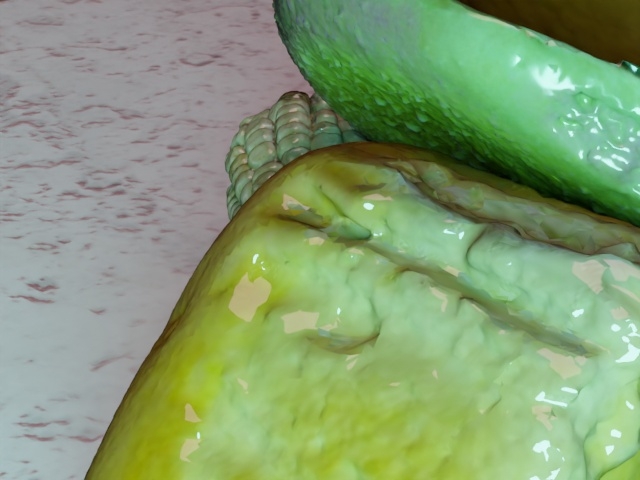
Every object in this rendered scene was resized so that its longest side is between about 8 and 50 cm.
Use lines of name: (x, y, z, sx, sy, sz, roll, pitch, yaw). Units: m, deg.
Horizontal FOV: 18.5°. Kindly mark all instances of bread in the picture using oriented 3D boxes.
bread: (0.040, 0.050, 0.698, 0.204, 0.163, 0.262, 20, 32, 33)
bread: (0.103, -0.026, 0.823, 0.301, 0.045, 0.301, 31, -5, 3)

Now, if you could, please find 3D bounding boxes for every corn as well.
corn: (0.000, 0.000, 0.893, 0.087, 0.087, 0.211, -1, 25, -5)

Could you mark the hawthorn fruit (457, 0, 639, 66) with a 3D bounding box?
hawthorn fruit: (0.245, -0.197, 0.966, 0.471, 0.472, 0.472, 1, 26, 0)
